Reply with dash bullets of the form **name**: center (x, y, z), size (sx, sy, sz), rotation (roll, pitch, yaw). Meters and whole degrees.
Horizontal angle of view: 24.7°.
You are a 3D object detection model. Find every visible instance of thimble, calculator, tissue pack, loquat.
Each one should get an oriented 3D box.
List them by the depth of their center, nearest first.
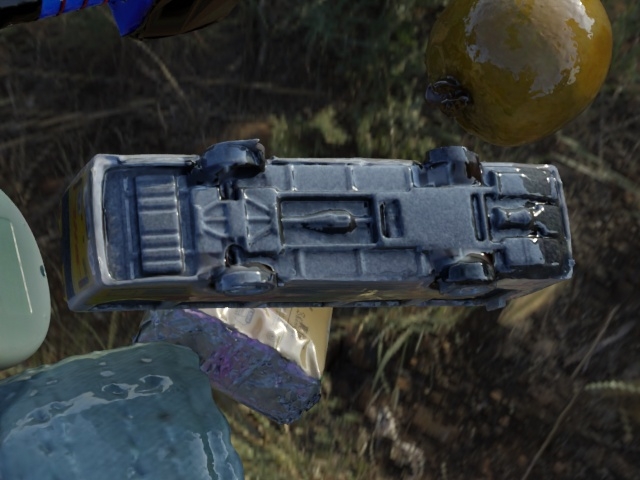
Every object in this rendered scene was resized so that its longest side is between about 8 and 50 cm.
- **thimble**: center (-0.143, 0.188, 1.044), size (0.171, 0.205, 0.250), rotation (-10, 31, -11)
- **loquat**: center (0.154, -0.146, 1.146), size (0.163, 0.163, 0.137), rotation (-42, 111, -16)
- **calculator**: center (-0.298, 0.016, 1.151), size (0.041, 0.299, 0.186), rotation (-18, 77, 16)
- **tissue pack**: center (-0.088, 0.063, 1.683), size (0.215, 0.123, 0.257), rotation (30, 34, -14)

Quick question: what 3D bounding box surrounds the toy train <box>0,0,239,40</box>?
- **toy train**: center (-0.157, -0.196, 0.975), size (0.204, 0.082, 0.131), rotation (-19, 86, -29)

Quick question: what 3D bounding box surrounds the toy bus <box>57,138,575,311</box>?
- **toy bus**: center (0.000, 0.000, 0.990), size (0.342, 0.138, 0.097), rotation (0, 74, -25)
